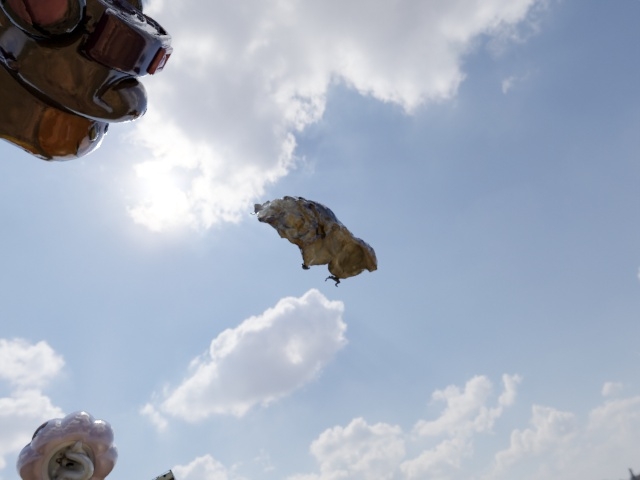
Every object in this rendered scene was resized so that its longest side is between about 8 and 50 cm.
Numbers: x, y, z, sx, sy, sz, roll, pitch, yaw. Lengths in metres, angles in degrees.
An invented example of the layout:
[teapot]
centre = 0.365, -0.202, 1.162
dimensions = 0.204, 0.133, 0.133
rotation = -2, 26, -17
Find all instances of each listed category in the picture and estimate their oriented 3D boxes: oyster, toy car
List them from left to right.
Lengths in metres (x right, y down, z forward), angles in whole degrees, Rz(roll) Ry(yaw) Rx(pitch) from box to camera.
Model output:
[toy car]
centre = -0.376, -0.263, 0.524
dimensions = 0.340, 0.271, 0.240
rotation = 34, -73, -20
[oyster]
centre = 0.003, 0.003, 0.964
dimensions = 0.337, 0.198, 0.133
rotation = 32, -66, -30

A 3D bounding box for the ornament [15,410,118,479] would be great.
[ornament]
centre = -0.497, 0.434, 0.836
dimensions = 0.177, 0.178, 0.178
rotation = -11, -38, -9

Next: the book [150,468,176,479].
[book]
centre = -0.271, 0.472, 0.649
dimensions = 0.157, 0.026, 0.231
rotation = -22, -59, -24
